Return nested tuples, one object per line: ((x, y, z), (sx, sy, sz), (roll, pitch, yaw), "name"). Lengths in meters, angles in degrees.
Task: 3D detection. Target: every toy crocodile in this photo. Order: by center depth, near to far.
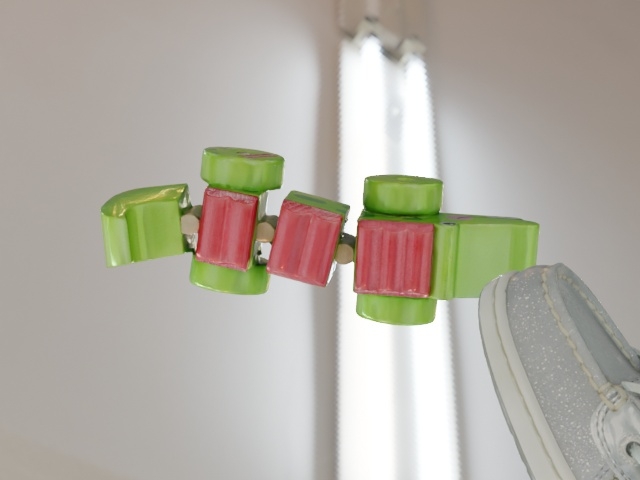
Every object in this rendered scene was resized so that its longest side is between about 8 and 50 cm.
((0.000, 0.000, 1.178), (0.340, 0.115, 0.105), (9, -170, 3), "toy crocodile")

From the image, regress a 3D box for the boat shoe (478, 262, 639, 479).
((0.188, 0.135, 0.700), (0.320, 0.103, 0.118), (58, -159, 22), "boat shoe")
